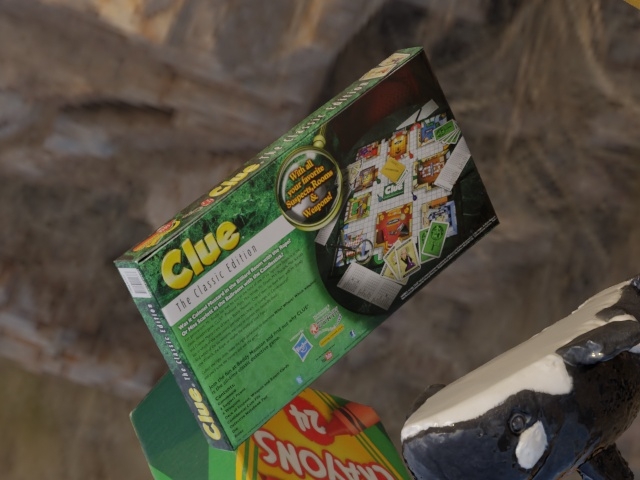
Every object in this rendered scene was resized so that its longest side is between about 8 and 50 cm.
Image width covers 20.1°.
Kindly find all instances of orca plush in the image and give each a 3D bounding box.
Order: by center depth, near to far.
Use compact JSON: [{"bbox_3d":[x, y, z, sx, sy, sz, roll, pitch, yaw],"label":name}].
[{"bbox_3d":[0.139,0.105,1.032,0.151,0.102,0.287,-24,-179,19],"label":"orca plush"}]

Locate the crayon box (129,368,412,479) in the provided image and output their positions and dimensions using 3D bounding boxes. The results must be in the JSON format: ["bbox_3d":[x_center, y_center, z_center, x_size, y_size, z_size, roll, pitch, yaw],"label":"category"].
[{"bbox_3d":[0.007,0.233,1.264,0.202,0.318,0.081,21,120,-43],"label":"crayon box"}]

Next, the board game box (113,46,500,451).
[{"bbox_3d":[0.000,0.000,1.117,0.030,0.259,0.136,4,124,50],"label":"board game box"}]

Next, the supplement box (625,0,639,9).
[{"bbox_3d":[0.113,-0.186,0.755,0.080,0.078,0.233,30,173,26],"label":"supplement box"}]
